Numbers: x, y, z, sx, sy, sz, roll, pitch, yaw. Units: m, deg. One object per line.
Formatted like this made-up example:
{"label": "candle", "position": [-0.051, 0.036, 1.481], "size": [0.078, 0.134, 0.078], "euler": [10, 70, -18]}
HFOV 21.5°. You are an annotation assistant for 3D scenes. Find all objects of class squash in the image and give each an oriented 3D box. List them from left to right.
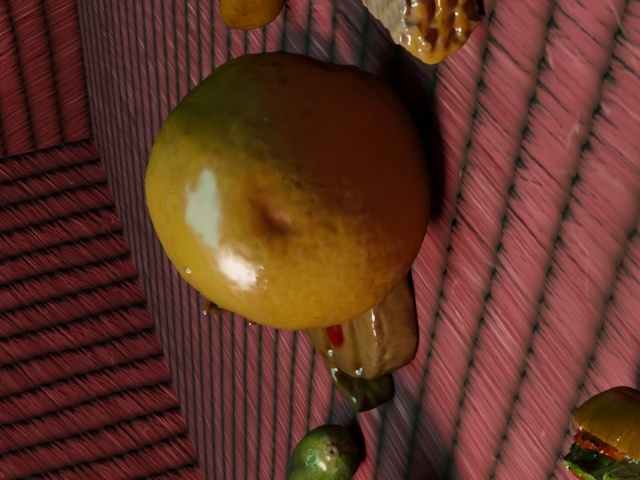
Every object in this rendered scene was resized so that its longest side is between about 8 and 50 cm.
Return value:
{"label": "squash", "position": [0.000, 0.233, 1.750], "size": [0.229, 0.066, 0.066], "euler": [115, 139, -72]}

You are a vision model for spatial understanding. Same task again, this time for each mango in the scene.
{"label": "mango", "position": [-0.059, -0.231, 1.477], "size": [0.114, 0.060, 0.080], "euler": [114, 156, -75]}

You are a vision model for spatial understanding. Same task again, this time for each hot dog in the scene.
{"label": "hot dog", "position": [0.172, 0.126, 0.827], "size": [0.236, 0.062, 0.092], "euler": [-174, 67, -78]}

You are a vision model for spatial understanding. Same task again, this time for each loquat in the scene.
{"label": "loquat", "position": [-0.023, -0.034, 1.210], "size": [0.208, 0.208, 0.208], "euler": [166, 90, -78]}

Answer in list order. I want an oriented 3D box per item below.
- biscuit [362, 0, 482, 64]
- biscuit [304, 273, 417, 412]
{"label": "biscuit", "position": [0.049, -0.275, 0.932], "size": [0.094, 0.054, 0.378], "euler": [-119, 18, -48]}
{"label": "biscuit", "position": [-0.001, 0.000, 1.488], "size": [0.367, 0.063, 0.314], "euler": [-151, 49, -73]}
